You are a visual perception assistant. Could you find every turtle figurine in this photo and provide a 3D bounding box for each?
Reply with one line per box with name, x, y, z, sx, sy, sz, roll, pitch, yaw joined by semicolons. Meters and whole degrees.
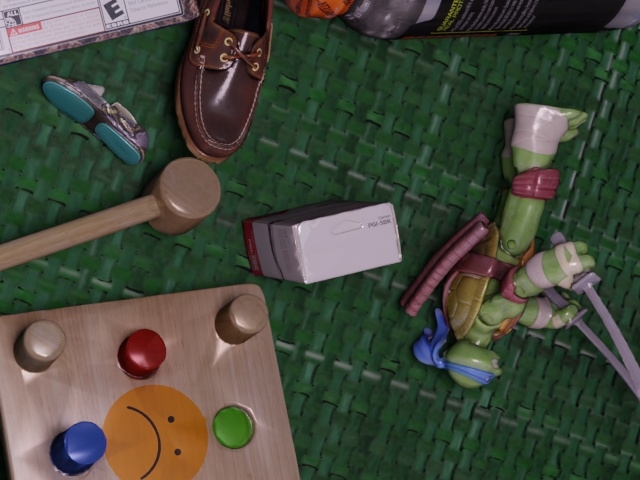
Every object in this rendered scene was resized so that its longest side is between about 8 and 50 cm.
turtle figurine;0.230;0.018;1.790;0.198;0.274;0.266;17;80;-56

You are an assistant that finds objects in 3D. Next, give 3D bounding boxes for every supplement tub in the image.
supplement tub;0.137;-0.287;1.731;0.338;0.207;0.207;-4;93;-22

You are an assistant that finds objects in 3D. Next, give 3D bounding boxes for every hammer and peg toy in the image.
hammer and peg toy;-0.165;0.123;1.660;0.266;0.127;0.361;-8;78;-21

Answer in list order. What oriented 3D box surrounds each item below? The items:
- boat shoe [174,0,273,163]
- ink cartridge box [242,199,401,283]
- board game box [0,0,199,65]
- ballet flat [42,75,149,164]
boat shoe;-0.081;-0.172;1.685;0.073;0.073;0.207;14;67;-27
ink cartridge box;0.000;0.000;1.724;0.099;0.135;0.056;-13;97;-20
board game box;-0.261;-0.298;1.607;0.232;0.141;0.291;-15;97;-21
ballet flat;-0.198;-0.115;1.699;0.114;0.041;0.041;41;77;-18
